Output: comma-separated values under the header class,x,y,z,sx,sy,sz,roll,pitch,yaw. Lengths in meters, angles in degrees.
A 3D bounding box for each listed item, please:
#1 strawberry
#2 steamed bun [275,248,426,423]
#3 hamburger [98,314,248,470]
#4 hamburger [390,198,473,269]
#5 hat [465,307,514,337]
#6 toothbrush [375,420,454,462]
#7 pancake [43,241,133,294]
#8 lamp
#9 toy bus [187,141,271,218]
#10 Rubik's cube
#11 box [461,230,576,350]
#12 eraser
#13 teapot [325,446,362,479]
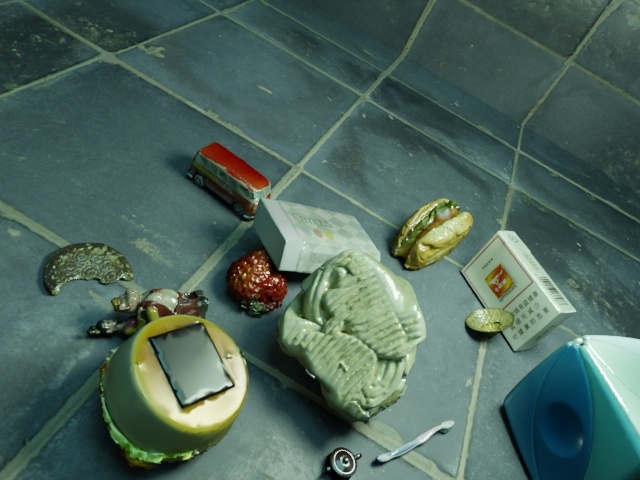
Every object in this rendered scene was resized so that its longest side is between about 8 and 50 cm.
class,x,y,z,sx,sy,sz,roll,pitch,yaw
strawberry,-0.153,0.080,1.415,0.175,0.106,0.236,17,40,-16
steamed bun,0.075,0.232,1.292,0.347,0.237,0.393,0,76,5
hamburger,-0.286,0.288,1.055,0.294,0.179,0.276,-16,66,-47
hamburger,0.394,-0.044,1.802,0.330,0.209,0.162,-15,57,-43
hat,0.527,0.273,1.663,0.146,0.067,0.146,-11,20,4
toothbrush,0.231,0.479,1.281,0.269,0.027,0.021,-7,16,-37
pancake,-0.540,0.073,1.259,0.191,0.020,0.184,18,40,-12
lamp,-0.378,0.159,1.189,0.253,0.118,0.118,4,45,-19
toy bus,-0.265,-0.183,1.619,0.265,0.119,0.121,37,41,11
Rubik's cube,0.726,0.467,1.339,0.347,0.352,0.351,7,42,-24
box,0.620,0.156,1.714,0.095,0.210,0.330,1,47,-36
eraser,0.000,0.000,1.534,0.397,0.082,0.213,8,40,-47
teapot,0.051,0.480,1.157,0.100,0.045,0.067,-8,54,-36
